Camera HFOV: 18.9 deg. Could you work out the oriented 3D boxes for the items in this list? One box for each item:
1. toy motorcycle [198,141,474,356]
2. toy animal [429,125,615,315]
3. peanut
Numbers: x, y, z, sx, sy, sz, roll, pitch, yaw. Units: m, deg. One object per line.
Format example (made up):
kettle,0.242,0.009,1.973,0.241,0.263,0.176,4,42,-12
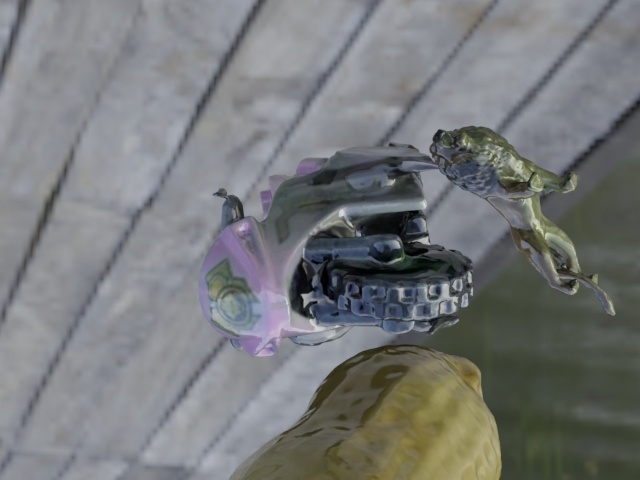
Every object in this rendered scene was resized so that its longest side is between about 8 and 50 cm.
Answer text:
toy motorcycle,0.000,0.000,1.412,0.188,0.143,0.327,-9,-162,-3
toy animal,0.183,-0.023,1.611,0.220,0.069,0.086,51,135,-6
peanut,0.015,0.150,1.060,0.147,0.148,0.319,-7,-162,18
